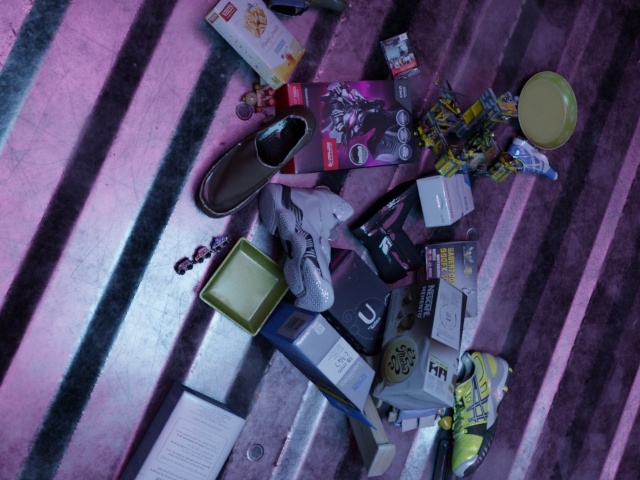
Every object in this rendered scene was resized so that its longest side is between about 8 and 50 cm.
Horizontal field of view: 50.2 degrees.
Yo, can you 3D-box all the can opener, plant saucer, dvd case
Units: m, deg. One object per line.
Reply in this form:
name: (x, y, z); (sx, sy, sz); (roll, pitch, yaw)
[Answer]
can opener: (0.381, 0.743, 2.064); (0.095, 0.076, 0.283); (13, 87, -58)
plant saucer: (-0.192, 0.117, 1.747); (0.188, 0.045, 0.188); (40, 76, -22)
plant saucer: (0.700, -0.403, 2.136); (0.241, 0.037, 0.241); (-2, 94, -25)
dvd case: (0.223, -0.512, 1.915); (0.087, 0.013, 0.119); (-27, 106, -21)

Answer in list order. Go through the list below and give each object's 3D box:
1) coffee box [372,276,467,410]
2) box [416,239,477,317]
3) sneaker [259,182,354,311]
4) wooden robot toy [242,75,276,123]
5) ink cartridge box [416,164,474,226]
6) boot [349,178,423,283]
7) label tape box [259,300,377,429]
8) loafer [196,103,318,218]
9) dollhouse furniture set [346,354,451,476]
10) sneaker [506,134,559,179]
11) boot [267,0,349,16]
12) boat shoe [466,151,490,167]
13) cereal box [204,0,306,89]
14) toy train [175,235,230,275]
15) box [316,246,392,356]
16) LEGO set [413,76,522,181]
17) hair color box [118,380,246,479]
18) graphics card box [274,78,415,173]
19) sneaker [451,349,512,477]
coffee box: (0.251, 0.257, 1.699); (0.119, 0.168, 0.297); (33, 57, -31)
box: (0.372, 0.118, 2.008); (0.183, 0.056, 0.231); (-4, 96, -25)
sneaker: (0.000, 0.000, 1.711); (0.210, 0.137, 0.366); (-9, 59, -31)
wooden robot toy: (-0.158, -0.367, 1.717); (0.079, 0.076, 0.173); (-6, 96, -14)
ink cartridge box: (0.355, -0.128, 1.922); (0.190, 0.082, 0.140); (-25, 106, -53)
boot: (0.224, -0.022, 1.906); (0.246, 0.094, 0.207); (-42, 109, -14)
label tape box: (0.016, 0.314, 1.754); (0.106, 0.240, 0.334); (-48, 112, -16)
loafer: (-0.162, -0.197, 1.646); (0.366, 0.130, 0.134); (-45, 95, 4)
dollhouse furniture set: (0.259, 0.459, 1.829); (0.303, 0.198, 0.286); (-3, 133, -19)
sneaker: (0.654, -0.243, 2.114); (0.211, 0.080, 0.081); (32, 102, -23)
boot: (-0.035, -0.601, 1.739); (0.219, 0.082, 0.106); (16, 72, -15)
boat shoe: (0.451, -0.236, 2.022); (0.135, 0.050, 0.045); (-10, 93, -24)
cereal box: (-0.154, -0.507, 1.676); (0.240, 0.047, 0.173); (44, 44, -22)
toy train: (-0.293, 0.033, 1.704); (0.158, 0.027, 0.036); (-34, 96, -19)
box: (0.090, 0.167, 1.830); (0.270, 0.143, 0.165); (46, 74, -20)
LEGO set: (0.440, -0.304, 1.867); (0.331, 0.192, 0.255); (8, 54, -33)
hair color box: (-0.360, 0.557, 1.663); (0.185, 0.113, 0.374); (33, 79, -23)
graphics card box: (0.070, -0.304, 1.814); (0.370, 0.094, 0.233); (-7, 97, -26)
sneaker: (0.437, 0.503, 2.008); (0.147, 0.145, 0.385); (26, 59, -1)
